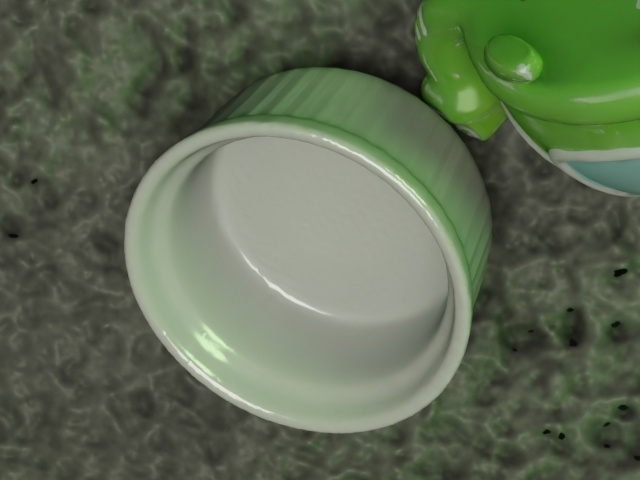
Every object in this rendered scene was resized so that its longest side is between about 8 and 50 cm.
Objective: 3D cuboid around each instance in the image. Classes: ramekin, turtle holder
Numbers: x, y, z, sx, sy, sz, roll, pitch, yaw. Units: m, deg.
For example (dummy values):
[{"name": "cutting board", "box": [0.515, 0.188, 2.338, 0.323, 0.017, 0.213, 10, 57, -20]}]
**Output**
[{"name": "ramekin", "box": [0.000, 0.000, 1.430, 0.277, 0.135, 0.277, 11, 126, 16]}, {"name": "turtle holder", "box": [0.221, -0.129, 1.321, 0.320, 0.243, 0.227, -27, 134, 15]}]
